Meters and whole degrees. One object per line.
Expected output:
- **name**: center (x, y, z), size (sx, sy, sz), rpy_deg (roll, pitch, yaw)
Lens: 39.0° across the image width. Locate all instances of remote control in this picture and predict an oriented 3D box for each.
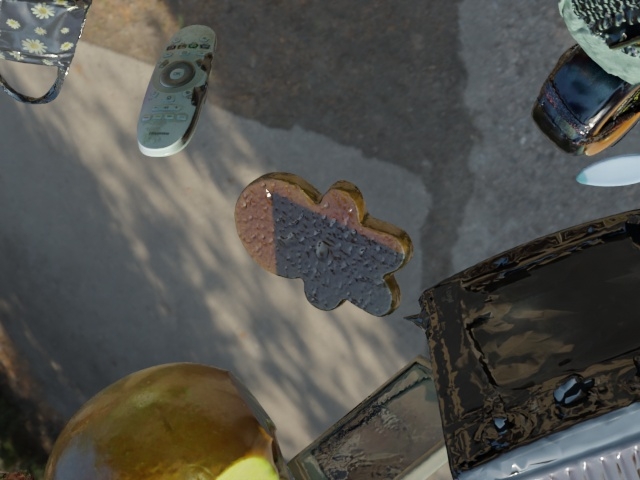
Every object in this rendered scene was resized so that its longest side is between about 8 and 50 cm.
- **remote control**: center (-0.210, -0.224, 1.348), size (0.097, 0.256, 0.045), rpy_deg (4, 150, 16)

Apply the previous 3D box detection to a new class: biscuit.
- **biscuit**: center (0.000, 0.000, 1.098), size (0.236, 0.039, 0.180), rpy_deg (25, 125, 17)

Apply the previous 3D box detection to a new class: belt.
- **belt**: center (0.397, -0.279, 1.037), size (0.207, 0.150, 0.257), rpy_deg (36, 173, -12)

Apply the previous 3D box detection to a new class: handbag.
- **handbag**: center (-0.256, -0.174, 0.785), size (0.115, 0.072, 0.139), rpy_deg (6, 133, -6)

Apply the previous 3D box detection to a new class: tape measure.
- **tape measure**: center (0.407, -0.224, 1.315), size (0.135, 0.223, 0.202), rpy_deg (47, 136, 17)

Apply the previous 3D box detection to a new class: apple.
- **apple**: center (-0.210, 0.376, 1.357), size (0.384, 0.374, 0.374), rpy_deg (58, 140, 6)

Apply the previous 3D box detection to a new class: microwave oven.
- **microwave oven**: center (0.159, 0.106, 0.511), size (0.178, 0.247, 0.188), rpy_deg (-24, 106, 9)

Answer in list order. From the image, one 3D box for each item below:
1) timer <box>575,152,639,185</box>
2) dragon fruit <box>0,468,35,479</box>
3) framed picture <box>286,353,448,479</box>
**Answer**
- **timer**: center (0.475, -0.082, 1.129), size (0.175, 0.175, 0.255), rpy_deg (62, 161, -7)
- **dragon fruit**: center (-0.265, 0.266, 0.742), size (0.200, 0.198, 0.269), rpy_deg (45, 149, -4)
- **framed picture**: center (0.078, 0.241, 1.101), size (0.022, 0.247, 0.335), rpy_deg (53, 173, -5)
